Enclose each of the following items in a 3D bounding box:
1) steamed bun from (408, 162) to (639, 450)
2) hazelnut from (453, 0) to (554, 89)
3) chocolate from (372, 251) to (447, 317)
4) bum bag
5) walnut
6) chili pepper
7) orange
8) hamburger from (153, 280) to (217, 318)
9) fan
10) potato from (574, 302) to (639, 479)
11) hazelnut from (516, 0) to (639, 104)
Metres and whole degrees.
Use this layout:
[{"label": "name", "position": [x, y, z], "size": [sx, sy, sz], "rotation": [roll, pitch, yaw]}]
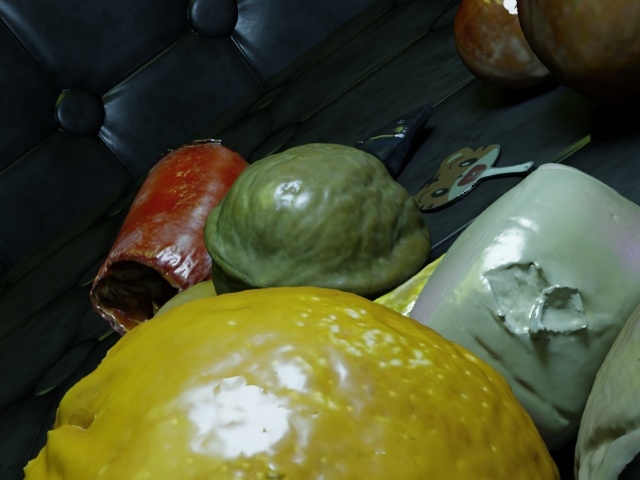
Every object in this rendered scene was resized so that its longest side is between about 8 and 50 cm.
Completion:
[{"label": "steamed bun", "position": [0.176, 0.039, 0.716], "size": [0.238, 0.170, 0.152], "rotation": [-50, -14, -21]}, {"label": "hazelnut", "position": [0.298, -0.314, 1.361], "size": [0.214, 0.176, 0.214], "rotation": [-23, 52, 34]}, {"label": "chocolate", "position": [-0.005, 0.168, 0.803], "size": [0.445, 0.162, 0.162], "rotation": [-40, 19, -8]}, {"label": "bum bag", "position": [0.081, -0.122, 1.448], "size": [0.137, 0.074, 0.310], "rotation": [-30, 18, 51]}, {"label": "walnut", "position": [0.000, 0.000, 1.079], "size": [0.283, 0.227, 0.283], "rotation": [6, 28, -3]}, {"label": "chili pepper", "position": [-0.234, 0.011, 1.467], "size": [0.252, 0.229, 0.305], "rotation": [-6, 32, 27]}, {"label": "orange", "position": [-0.034, 0.187, 0.542], "size": [0.340, 0.293, 0.340], "rotation": [-59, 8, 13]}, {"label": "hamburger", "position": [-0.153, 0.125, 1.220], "size": [0.162, 0.115, 0.162], "rotation": [-30, 21, 13]}, {"label": "fan", "position": [0.206, -0.088, 1.242], "size": [0.152, 0.008, 0.227], "rotation": [-45, 20, -24]}, {"label": "potato", "position": [0.222, 0.078, 0.559], "size": [0.211, 0.189, 0.264], "rotation": [-29, 21, 24]}, {"label": "hazelnut", "position": [0.387, -0.336, 1.063], "size": [0.366, 0.365, 0.365], "rotation": [-33, 20, 13]}]
